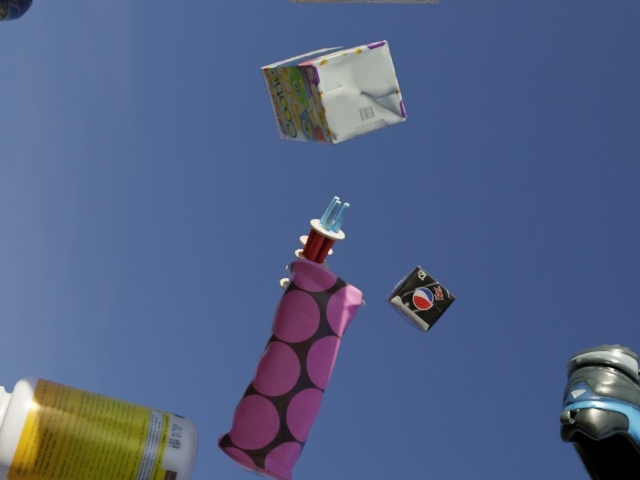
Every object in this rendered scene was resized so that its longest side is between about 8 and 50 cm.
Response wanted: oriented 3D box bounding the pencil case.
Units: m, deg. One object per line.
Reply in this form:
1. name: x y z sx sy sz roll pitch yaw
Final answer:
1. pencil case: -0.030 0.128 0.982 0.098 0.095 0.209 -11 -128 63

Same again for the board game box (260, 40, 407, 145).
1. board game box: 0.016 -0.261 1.781 0.275 0.144 0.142 19 -53 67

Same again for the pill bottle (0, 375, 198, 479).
1. pill bottle: -0.230 0.196 0.930 0.117 0.215 0.117 -162 -90 -77

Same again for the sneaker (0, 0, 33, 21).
1. sneaker: -0.507 -0.299 1.219 0.319 0.131 0.112 15 -30 16

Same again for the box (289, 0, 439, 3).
1. box: 0.080 -0.479 1.731 0.094 0.275 0.113 116 -32 -65

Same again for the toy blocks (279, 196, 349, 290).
1. toy blocks: 0.000 0.000 1.433 0.054 0.123 0.148 26 -74 -2

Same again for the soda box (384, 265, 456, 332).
1. soda box: 0.115 0.070 1.189 0.060 0.053 0.169 40 -2 4

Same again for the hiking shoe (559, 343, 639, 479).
1. hiking shoe: 0.351 0.260 1.087 0.304 0.132 0.113 48 -44 -11
